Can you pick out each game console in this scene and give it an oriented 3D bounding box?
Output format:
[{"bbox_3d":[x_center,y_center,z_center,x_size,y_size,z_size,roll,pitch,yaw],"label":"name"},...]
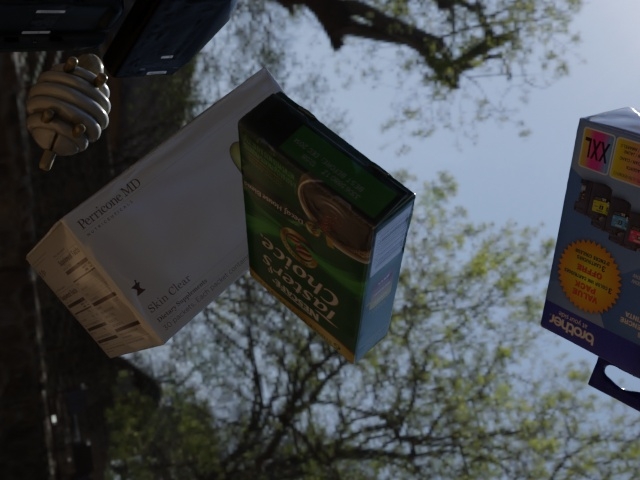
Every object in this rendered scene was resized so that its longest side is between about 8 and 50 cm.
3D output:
[{"bbox_3d":[-0.254,-0.267,1.054,0.213,0.361,0.044,-42,-110,43],"label":"game console"}]

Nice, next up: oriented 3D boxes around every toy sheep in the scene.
[{"bbox_3d":[-0.255,-0.131,0.910,0.132,0.091,0.091,-67,-168,-19],"label":"toy sheep"}]

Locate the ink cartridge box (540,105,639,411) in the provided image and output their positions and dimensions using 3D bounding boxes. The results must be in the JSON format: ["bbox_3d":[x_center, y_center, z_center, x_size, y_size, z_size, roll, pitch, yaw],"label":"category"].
[{"bbox_3d":[0.473,0.041,1.257,0.270,0.151,0.395,28,-56,45],"label":"ink cartridge box"}]

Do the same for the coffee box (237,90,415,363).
[{"bbox_3d":[0.000,0.000,0.591,0.113,0.040,0.184,40,-25,19],"label":"coffee box"}]

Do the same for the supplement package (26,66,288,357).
[{"bbox_3d":[-0.139,-0.023,0.922,0.145,0.262,0.204,51,-27,-8],"label":"supplement package"}]

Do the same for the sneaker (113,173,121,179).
[{"bbox_3d":[-0.275,-0.034,1.177,0.109,0.044,0.040,-55,179,-7],"label":"sneaker"}]
